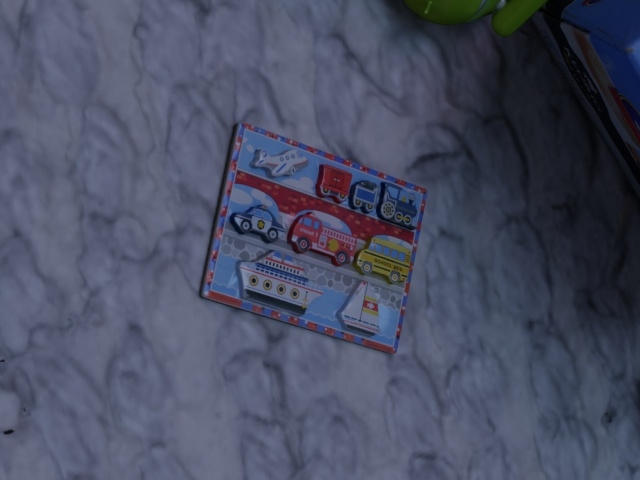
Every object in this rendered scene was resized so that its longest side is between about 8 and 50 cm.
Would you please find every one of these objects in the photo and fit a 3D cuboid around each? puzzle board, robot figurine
[{"bbox_3d":[0.000,0.000,0.993,0.128,0.011,0.096,18,75,-31],"label":"puzzle board"},{"bbox_3d":[0.088,-0.160,1.033,0.115,0.067,0.101,-25,72,-34],"label":"robot figurine"}]

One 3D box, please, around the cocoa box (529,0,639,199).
[{"bbox_3d":[0.330,-0.123,1.010,0.347,0.228,0.231,-33,107,2],"label":"cocoa box"}]
